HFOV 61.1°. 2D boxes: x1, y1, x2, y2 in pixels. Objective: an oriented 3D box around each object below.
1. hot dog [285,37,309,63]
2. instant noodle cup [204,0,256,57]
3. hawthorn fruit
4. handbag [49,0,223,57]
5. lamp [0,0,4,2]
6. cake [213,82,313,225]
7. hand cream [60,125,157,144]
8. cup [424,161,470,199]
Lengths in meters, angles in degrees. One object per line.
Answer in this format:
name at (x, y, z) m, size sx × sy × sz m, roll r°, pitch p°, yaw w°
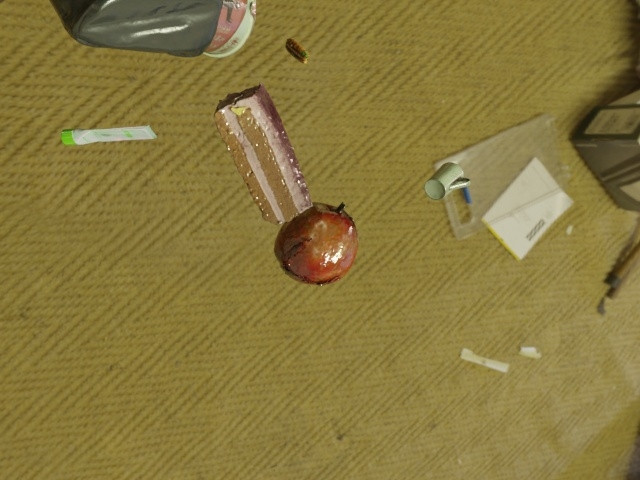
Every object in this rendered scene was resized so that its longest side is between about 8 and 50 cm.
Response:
hot dog at (-0.076, -0.605, 1.730) m, size 0.037 × 0.122 × 0.049 m, roll -15°, pitch 140°, yaw -38°
instant noodle cup at (-0.293, -0.552, 1.266) m, size 0.235 × 0.178 × 0.234 m, roll 8°, pitch 108°, yaw 25°
hawthorn fruit at (-0.007, 0.013, 1.858) m, size 0.316 × 0.316 × 0.315 m, roll -5°, pitch 107°, yaw -17°
handbag at (-0.355, -0.482, 0.969) m, size 0.275 × 0.302 × 0.178 m, roll -9°, pitch 143°, yaw -43°
lamp at (-0.332, -0.270, 0.398) m, size 0.247 × 0.247 × 0.246 m, roll -5°, pitch 107°, yaw -17°
cake at (-0.119, -0.174, 1.096) m, size 0.116 × 0.113 × 0.295 m, roll -21°, pitch 97°, yaw 18°
hand cream at (-0.651, -0.326, 1.671) m, size 0.275 × 0.079 × 0.050 m, roll -3°, pitch 104°, yaw 0°
cup at (0.259, -0.115, 1.107) m, size 0.083 × 0.075 × 0.054 m, roll -40°, pitch 160°, yaw -42°
